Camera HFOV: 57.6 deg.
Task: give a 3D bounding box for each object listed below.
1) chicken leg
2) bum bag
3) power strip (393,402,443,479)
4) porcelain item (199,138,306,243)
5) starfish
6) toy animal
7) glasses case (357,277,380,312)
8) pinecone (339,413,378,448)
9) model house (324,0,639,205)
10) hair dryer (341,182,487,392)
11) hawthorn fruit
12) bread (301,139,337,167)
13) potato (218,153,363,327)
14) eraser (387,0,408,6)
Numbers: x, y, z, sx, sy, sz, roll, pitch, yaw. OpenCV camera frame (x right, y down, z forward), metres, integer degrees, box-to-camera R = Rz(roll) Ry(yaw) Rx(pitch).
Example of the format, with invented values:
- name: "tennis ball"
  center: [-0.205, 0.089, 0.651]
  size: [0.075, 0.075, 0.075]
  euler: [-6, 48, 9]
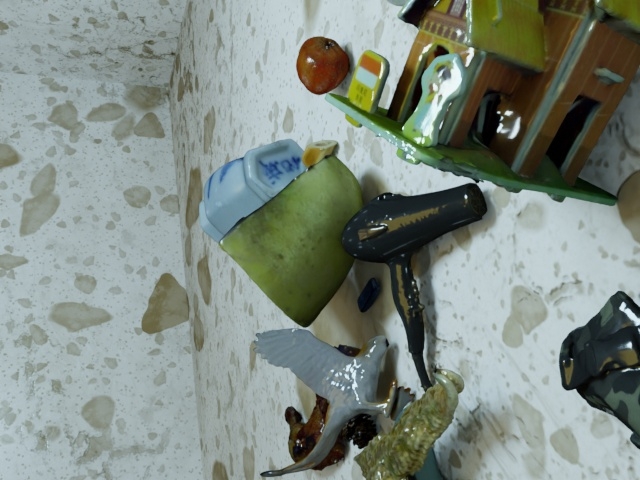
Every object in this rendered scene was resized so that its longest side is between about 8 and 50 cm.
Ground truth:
- name: "chicken leg"
  center: [-0.023, 0.455, 1.393]
  size: [0.322, 0.083, 0.177]
  euler: [130, 143, -54]
- name: "bum bag"
  center: [0.340, 0.170, 0.524]
  size: [0.340, 0.095, 0.144]
  euler: [-120, 33, -61]
- name: "power strip"
  center: [0.181, 0.403, 0.938]
  size: [0.253, 0.054, 0.168]
  euler: [-114, 30, -43]
- name: "porcelain item"
  center: [-0.179, -0.119, 1.542]
  size: [0.405, 0.242, 0.178]
  euler: [-28, 87, 59]
- name: "starfish"
  center: [0.134, 0.410, 0.890]
  size: [0.432, 0.082, 0.324]
  euler: [124, 143, -52]
- name: "toy animal"
  center: [0.021, 0.314, 1.087]
  size: [0.302, 0.225, 0.284]
  euler: [-8, 66, 41]
- name: "glasses case"
  center: [0.098, 0.108, 1.160]
  size: [0.083, 0.023, 0.033]
  euler: [116, 151, -42]
- name: "pinecone"
  center: [0.076, 0.372, 1.163]
  size: [0.083, 0.077, 0.077]
  euler: [42, 137, 18]
- name: "model house"
  center: [0.189, -0.254, 0.634]
  size: [0.340, 0.300, 0.324]
  euler: [48, 123, 49]
- name: "hair dryer"
  center: [0.172, 0.088, 0.952]
  size: [0.303, 0.120, 0.359]
  euler: [-14, 87, 51]
- name: "hawthorn fruit"
  center: [0.003, -0.378, 1.266]
  size: [0.128, 0.128, 0.128]
  euler: [180, 90, -66]
- name: "bread"
  center: [-0.003, -0.207, 1.351]
  size: [0.062, 0.049, 0.103]
  euler: [49, 140, 16]
- name: "potato"
  center: [0.000, 0.000, 1.154]
  size: [0.213, 0.280, 0.330]
  euler: [45, 179, 9]
- name: "eraser"
  center: [0.148, -0.504, 0.734]
  size: [0.331, 0.150, 0.331]
  euler: [44, 154, 28]
